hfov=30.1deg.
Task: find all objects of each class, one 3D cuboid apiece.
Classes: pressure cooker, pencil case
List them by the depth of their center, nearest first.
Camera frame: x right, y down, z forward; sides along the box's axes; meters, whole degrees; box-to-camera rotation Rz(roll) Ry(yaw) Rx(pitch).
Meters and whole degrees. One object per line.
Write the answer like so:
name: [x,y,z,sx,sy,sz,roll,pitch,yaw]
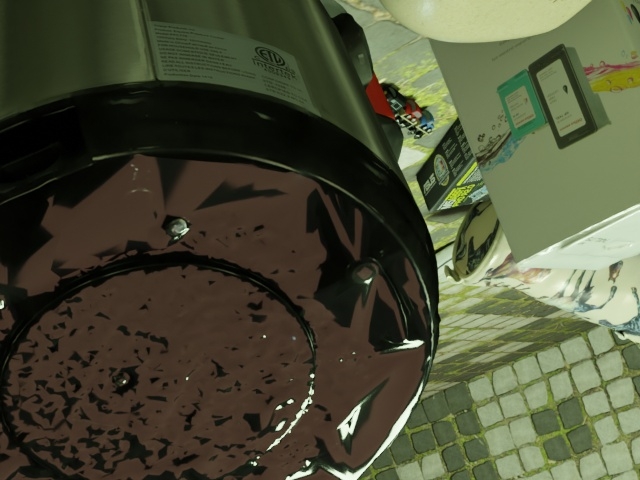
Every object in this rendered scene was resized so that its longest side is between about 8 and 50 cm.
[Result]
pressure cooker: [-0.127,-0.038,0.843,0.375,0.420,0.370,-31,129,10]
pencil case: [0.397,0.046,1.861,0.410,0.184,0.160,18,-171,-20]

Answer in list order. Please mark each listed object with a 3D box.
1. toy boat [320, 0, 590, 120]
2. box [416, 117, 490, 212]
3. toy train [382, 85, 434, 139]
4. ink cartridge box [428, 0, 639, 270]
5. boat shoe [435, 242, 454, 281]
toy boat: [0.094,-0.219,0.993,0.318,0.148,0.267,-39,160,34]
box: [0.268,-0.133,1.562,0.216,0.060,0.270,-13,163,-17]
toy train: [0.099,-0.150,1.385,0.036,0.027,0.158,-35,159,15]
ink cartridge box: [0.275,-0.128,1.206,0.197,0.270,0.198,-29,161,33]
boat shoe: [0.310,0.027,2.072,0.267,0.088,0.096,-23,163,15]
